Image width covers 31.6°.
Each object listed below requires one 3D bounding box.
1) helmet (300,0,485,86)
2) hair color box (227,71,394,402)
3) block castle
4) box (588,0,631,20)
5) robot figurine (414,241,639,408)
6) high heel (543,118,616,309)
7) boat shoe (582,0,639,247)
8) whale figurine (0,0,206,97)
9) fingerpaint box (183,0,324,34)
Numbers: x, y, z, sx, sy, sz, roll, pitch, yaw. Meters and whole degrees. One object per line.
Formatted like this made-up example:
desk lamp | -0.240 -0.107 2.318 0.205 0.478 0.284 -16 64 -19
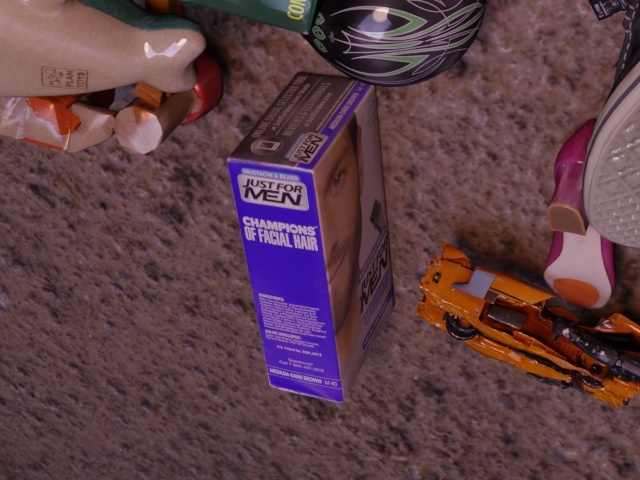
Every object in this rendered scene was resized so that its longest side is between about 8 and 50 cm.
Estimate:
helmet | 0.074 -0.229 1.101 0.161 0.169 0.169 25 138 32
hair color box | 0.000 0.000 1.308 0.110 0.185 0.338 9 131 22
block castle | -0.317 -0.294 1.223 0.453 0.213 0.303 16 121 8
box | 0.273 -0.255 1.057 0.067 0.018 0.083 -18 116 38
robot figurine | 0.253 0.104 1.297 0.291 0.085 0.211 23 166 9
high heel | 0.291 -0.020 1.236 0.082 0.117 0.244 11 152 30
boat shoe | 0.353 -0.186 0.976 0.187 0.156 0.500 9 136 3
whale figurine | -0.241 -0.214 1.051 0.272 0.141 0.216 8 159 -8
fingerpaint box | -0.127 -0.427 0.861 0.371 0.163 0.444 16 124 0
